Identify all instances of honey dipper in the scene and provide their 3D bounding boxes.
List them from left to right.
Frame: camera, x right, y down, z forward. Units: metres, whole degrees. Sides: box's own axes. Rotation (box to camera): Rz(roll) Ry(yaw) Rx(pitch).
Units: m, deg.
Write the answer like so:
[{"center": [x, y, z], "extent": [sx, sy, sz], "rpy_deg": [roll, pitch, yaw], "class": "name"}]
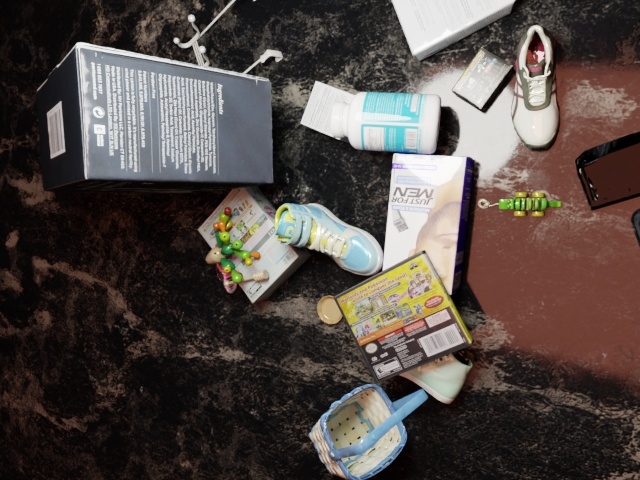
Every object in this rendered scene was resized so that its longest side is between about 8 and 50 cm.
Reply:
[{"center": [-0.225, 0.117, 1.439], "extent": [0.161, 0.030, 0.030], "rpy_deg": [-17, 85, 30], "class": "honey dipper"}]

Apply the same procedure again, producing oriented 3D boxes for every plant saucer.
[{"center": [0.031, 0.203, 1.422], "extent": [0.084, 0.015, 0.083], "rpy_deg": [2, 95, 27], "class": "plant saucer"}]

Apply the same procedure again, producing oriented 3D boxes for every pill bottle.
[{"center": [0.165, -0.299, 1.222], "extent": [0.264, 0.146, 0.146], "rpy_deg": [7, 96, 13], "class": "pill bottle"}]

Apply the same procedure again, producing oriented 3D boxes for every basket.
[{"center": [0.124, 0.485, 1.251], "extent": [0.201, 0.255, 0.289], "rpy_deg": [56, 143, 17], "class": "basket"}]

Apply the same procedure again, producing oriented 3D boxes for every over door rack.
[{"center": [-0.305, -0.600, 1.495], "extent": [0.325, 0.108, 0.239], "rpy_deg": [-23, 84, 26], "class": "over door rack"}]

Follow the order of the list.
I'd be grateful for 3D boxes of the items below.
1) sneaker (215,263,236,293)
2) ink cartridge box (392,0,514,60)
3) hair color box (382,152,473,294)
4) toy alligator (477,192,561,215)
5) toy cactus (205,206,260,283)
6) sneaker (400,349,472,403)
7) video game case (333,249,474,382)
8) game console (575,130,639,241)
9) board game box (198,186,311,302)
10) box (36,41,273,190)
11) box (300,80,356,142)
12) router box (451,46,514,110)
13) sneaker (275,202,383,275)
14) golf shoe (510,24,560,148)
[{"center": [-0.314, 0.120, 1.586], "extent": [0.057, 0.047, 0.119], "rpy_deg": [-30, 78, 48], "class": "sneaker"}, {"center": [0.329, -0.667, 1.187], "extent": [0.330, 0.071, 0.323], "rpy_deg": [-21, 83, 24], "class": "ink cartridge box"}, {"center": [0.271, -0.046, 1.233], "extent": [0.185, 0.110, 0.338], "rpy_deg": [7, 98, 26], "class": "hair color box"}, {"center": [0.470, -0.087, 1.157], "extent": [0.190, 0.051, 0.056], "rpy_deg": [3, 94, 27], "class": "toy alligator"}, {"center": [-0.276, 0.025, 1.431], "extent": [0.181, 0.112, 0.218], "rpy_deg": [-25, 85, 45], "class": "toy cactus"}, {"center": [0.266, 0.292, 1.261], "extent": [0.256, 0.094, 0.151], "rpy_deg": [30, 112, 12], "class": "sneaker"}, {"center": [0.199, 0.194, 1.210], "extent": [0.275, 0.035, 0.248], "rpy_deg": [-31, 81, 26], "class": "video game case"}, {"center": [0.713, -0.055, 1.041], "extent": [0.213, 0.044, 0.360], "rpy_deg": [-19, 84, 29], "class": "game console"}, {"center": [-0.207, 0.004, 1.488], "extent": [0.224, 0.098, 0.303], "rpy_deg": [-45, 75, 21], "class": "board game box"}, {"center": [-0.453, -0.282, 1.308], "extent": [0.480, 0.472, 0.297], "rpy_deg": [3, 96, 51], "class": "box"}, {"center": [0.034, -0.359, 1.354], "extent": [0.137, 0.072, 0.126], "rpy_deg": [28, 106, 22], "class": "box"}, {"center": [0.396, -0.393, 1.185], "extent": [0.092, 0.038, 0.122], "rpy_deg": [41, 110, 19], "class": "router box"}, {"center": [0.000, 0.000, 1.287], "extent": [0.319, 0.208, 0.127], "rpy_deg": [33, 111, 36], "class": "sneaker"}, {"center": [0.483, -0.345, 1.099], "extent": [0.105, 0.120, 0.272], "rpy_deg": [-4, 93, 26], "class": "golf shoe"}]
